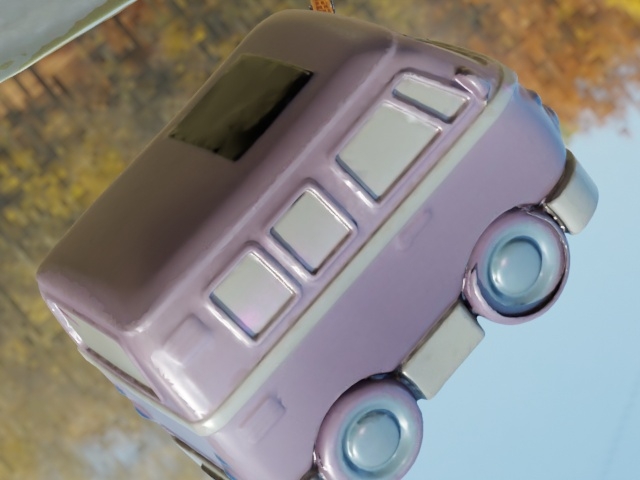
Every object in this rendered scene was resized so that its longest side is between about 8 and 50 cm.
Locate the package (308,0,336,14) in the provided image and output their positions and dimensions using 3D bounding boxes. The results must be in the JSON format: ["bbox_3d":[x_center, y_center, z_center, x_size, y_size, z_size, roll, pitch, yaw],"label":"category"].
[{"bbox_3d":[0.020,-0.127,1.280,0.033,0.110,0.077,-34,-163,13],"label":"package"}]

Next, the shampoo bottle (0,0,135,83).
[{"bbox_3d":[-0.021,-0.177,0.741,0.350,0.084,0.125,-29,-138,15],"label":"shampoo bottle"}]

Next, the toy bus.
[{"bbox_3d":[0.000,0.000,0.813,0.202,0.142,0.142,-48,-153,-11],"label":"toy bus"}]
